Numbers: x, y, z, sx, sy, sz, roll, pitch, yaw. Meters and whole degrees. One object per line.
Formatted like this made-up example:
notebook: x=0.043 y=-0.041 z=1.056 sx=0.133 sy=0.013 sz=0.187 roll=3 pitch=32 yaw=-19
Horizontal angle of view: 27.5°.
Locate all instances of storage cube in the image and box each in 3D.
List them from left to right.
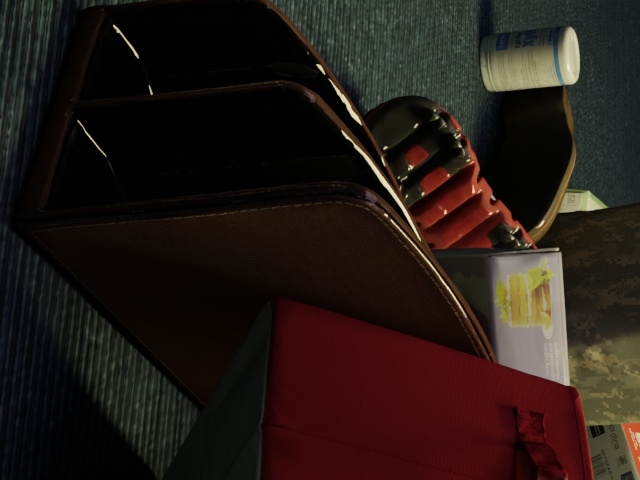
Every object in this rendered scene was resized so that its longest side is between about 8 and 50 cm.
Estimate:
storage cube: x=0.024 y=0.174 z=0.718 sx=0.184 sy=0.193 sz=0.215 roll=-89 pitch=-158 yaw=-47

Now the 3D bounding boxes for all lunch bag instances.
lunch bag: x=0.318 y=0.068 z=1.516 sx=0.169 sy=0.235 sz=0.287 roll=62 pitch=33 yaw=-34

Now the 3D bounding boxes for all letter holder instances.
letter holder: x=0.000 y=0.000 z=0.797 sx=0.302 sy=0.214 sz=0.152 roll=55 pitch=38 yaw=-51

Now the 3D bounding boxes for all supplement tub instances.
supplement tub: x=0.249 y=-0.215 z=1.556 sx=0.071 sy=0.107 sz=0.071 roll=-3 pitch=90 yaw=-68

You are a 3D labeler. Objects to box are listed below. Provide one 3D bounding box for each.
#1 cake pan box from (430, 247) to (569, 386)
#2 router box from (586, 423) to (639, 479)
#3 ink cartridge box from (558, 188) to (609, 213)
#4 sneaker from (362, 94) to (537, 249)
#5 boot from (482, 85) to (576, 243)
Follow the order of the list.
cake pan box: x=0.097 y=0.128 z=0.994 sx=0.267 sy=0.070 sz=0.246 roll=180 pitch=-92 yaw=-68
router box: x=0.444 y=0.238 z=1.721 sx=0.301 sy=0.082 sz=0.335 roll=11 pitch=55 yaw=-42
ink cartridge box: x=0.373 y=0.056 z=1.885 sx=0.171 sy=0.056 sz=0.235 roll=22 pitch=74 yaw=-65
sneaker: x=0.114 y=-0.014 z=1.161 sx=0.276 sy=0.097 sz=0.135 roll=57 pitch=-3 yaw=-20
boot: x=0.265 y=-0.075 z=1.562 sx=0.115 sy=0.112 sz=0.305 roll=64 pitch=29 yaw=-31
